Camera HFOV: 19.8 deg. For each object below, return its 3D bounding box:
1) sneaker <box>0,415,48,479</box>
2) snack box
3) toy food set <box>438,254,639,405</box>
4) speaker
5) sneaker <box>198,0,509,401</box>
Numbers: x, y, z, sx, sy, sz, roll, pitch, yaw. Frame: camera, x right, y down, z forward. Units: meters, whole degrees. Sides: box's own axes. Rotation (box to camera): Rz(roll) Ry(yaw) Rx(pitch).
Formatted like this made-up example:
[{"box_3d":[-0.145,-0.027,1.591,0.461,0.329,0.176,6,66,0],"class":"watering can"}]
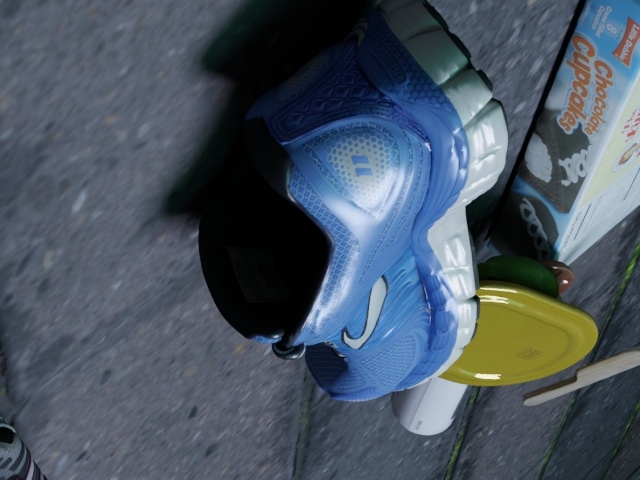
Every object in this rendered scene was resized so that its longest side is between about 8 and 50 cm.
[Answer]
[{"box_3d":[-0.158,0.144,0.953,0.063,0.075,0.170,-44,161,-10],"class":"sneaker"},{"box_3d":[0.233,-0.114,1.318,0.187,0.060,0.322,-37,159,-29],"class":"snack box"},{"box_3d":[0.129,0.049,1.338,0.218,0.071,0.128,22,140,-40],"class":"toy food set"},{"box_3d":[0.098,0.096,1.459,0.055,0.055,0.136,-34,157,-35],"class":"speaker"},{"box_3d":[0.000,0.000,0.982,0.147,0.130,0.330,-27,153,-14],"class":"sneaker"}]
